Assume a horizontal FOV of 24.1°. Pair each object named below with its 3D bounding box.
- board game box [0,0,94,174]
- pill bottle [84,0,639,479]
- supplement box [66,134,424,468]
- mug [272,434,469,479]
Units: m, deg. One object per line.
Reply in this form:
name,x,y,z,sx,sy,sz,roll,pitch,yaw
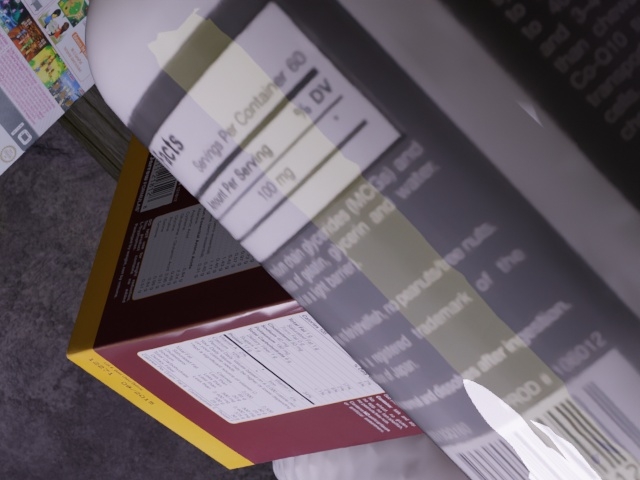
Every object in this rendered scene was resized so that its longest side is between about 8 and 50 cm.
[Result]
board game box,-0.250,-0.173,1.088,0.097,0.303,0.224,41,169,25
pill bottle,0.050,-0.067,0.535,0.363,0.210,0.210,46,171,-3
supplement box,0.005,-0.009,0.758,0.194,0.191,0.129,-15,139,35
mug,0.145,0.143,0.927,0.374,0.276,0.328,29,-174,-35
